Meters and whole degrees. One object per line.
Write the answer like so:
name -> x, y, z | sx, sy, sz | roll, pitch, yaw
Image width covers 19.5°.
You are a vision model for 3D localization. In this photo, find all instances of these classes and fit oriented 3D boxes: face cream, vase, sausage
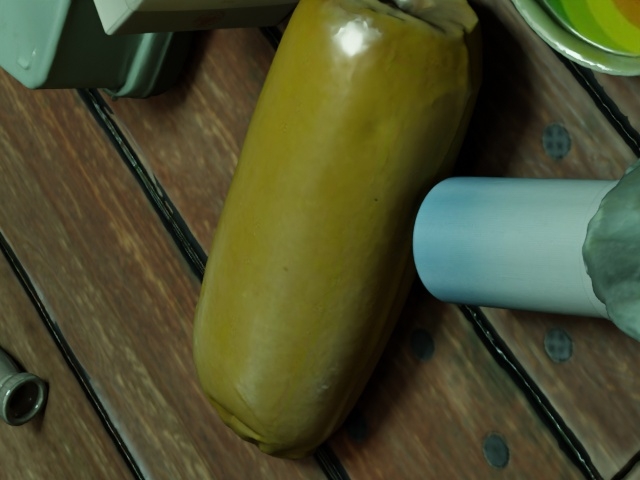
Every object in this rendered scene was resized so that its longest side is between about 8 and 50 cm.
face cream -> 0.165, 0.006, 0.990 | 0.250, 0.077, 0.077 | 4, 98, 46
vase -> -0.262, 0.107, 1.461 | 0.100, 0.053, 0.053 | 26, 113, 36
sausage -> -0.003, 0.002, 1.143 | 0.134, 0.116, 0.354 | 34, 123, 25

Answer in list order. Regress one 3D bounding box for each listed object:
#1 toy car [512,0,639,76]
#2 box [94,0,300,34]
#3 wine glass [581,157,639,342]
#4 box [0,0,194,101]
toy car -> 0.138, -0.190, 0.968 | 0.235, 0.145, 0.235 | 24, 127, 35
box -> -0.100, -0.232, 1.187 | 0.058, 0.141, 0.201 | -38, 67, 47
wine glass -> 0.169, -0.155, 0.750 | 0.267, 0.267, 0.406 | 18, 137, 43
box -> -0.183, -0.194, 1.284 | 0.210, 0.129, 0.148 | 40, 123, 34
